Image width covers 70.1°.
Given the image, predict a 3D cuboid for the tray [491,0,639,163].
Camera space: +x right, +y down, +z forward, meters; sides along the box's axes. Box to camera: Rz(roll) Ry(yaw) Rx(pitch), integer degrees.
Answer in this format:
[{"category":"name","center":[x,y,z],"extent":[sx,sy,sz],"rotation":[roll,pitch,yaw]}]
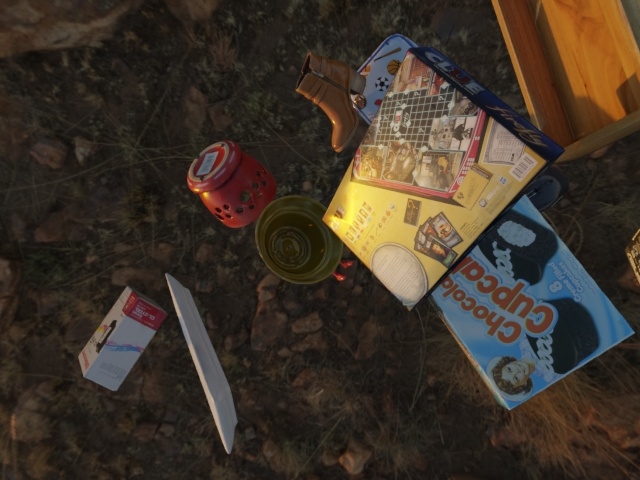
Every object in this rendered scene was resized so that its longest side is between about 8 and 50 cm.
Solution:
[{"category":"tray","center":[0.366,-0.342,0.673],"extent":[0.076,0.203,0.410],"rotation":[-12,83,-13]}]

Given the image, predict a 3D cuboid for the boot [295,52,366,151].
[{"category":"boot","center":[0.013,-0.312,1.035],"extent":[0.153,0.073,0.197],"rotation":[14,86,-30]}]

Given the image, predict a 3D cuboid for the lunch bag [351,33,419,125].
[{"category":"lunch bag","center":[0.237,-0.382,1.226],"extent":[0.303,0.115,0.243],"rotation":[45,107,-2]}]

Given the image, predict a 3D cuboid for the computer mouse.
[{"category":"computer mouse","center":[0.522,-0.083,1.062],"extent":[0.262,0.060,0.184],"rotation":[-22,72,-23]}]

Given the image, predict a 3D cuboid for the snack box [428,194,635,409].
[{"category":"snack box","center":[0.234,0.039,0.631],"extent":[0.187,0.060,0.321],"rotation":[-33,75,0]}]

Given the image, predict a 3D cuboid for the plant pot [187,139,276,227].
[{"category":"plant pot","center":[-0.239,-0.156,1.214],"extent":[0.191,0.191,0.174],"rotation":[-28,136,13]}]

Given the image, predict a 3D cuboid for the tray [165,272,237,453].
[{"category":"tray","center":[-0.183,0.178,0.709],"extent":[0.030,0.270,0.145],"rotation":[-18,132,-21]}]

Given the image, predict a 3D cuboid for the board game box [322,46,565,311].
[{"category":"board game box","center":[0.107,-0.053,0.492],"extent":[0.165,0.042,0.243],"rotation":[48,139,18]}]

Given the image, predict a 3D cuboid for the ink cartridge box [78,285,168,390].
[{"category":"ink cartridge box","center":[-0.402,0.194,0.923],"extent":[0.072,0.127,0.175],"rotation":[39,75,-30]}]

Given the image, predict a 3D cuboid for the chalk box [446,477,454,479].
[{"category":"chalk box","center":[0.254,0.594,0.745],"extent":[0.179,0.180,0.288],"rotation":[8,110,37]}]

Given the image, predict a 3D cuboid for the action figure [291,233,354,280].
[{"category":"action figure","center":[0.000,0.000,1.386],"extent":[0.280,0.091,0.139],"rotation":[38,146,-15]}]

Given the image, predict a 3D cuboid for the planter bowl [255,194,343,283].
[{"category":"planter bowl","center":[-0.062,0.008,1.094],"extent":[0.217,0.090,0.217],"rotation":[8,70,-22]}]

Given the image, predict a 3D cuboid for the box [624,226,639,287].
[{"category":"box","center":[0.627,0.130,0.716],"extent":[0.097,0.318,0.394],"rotation":[-15,63,18]}]
